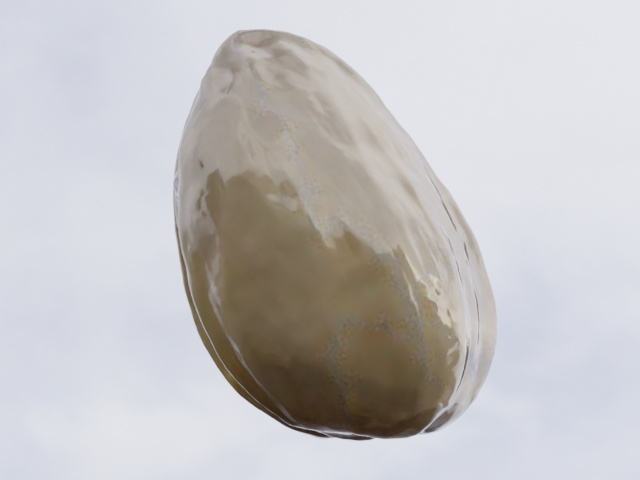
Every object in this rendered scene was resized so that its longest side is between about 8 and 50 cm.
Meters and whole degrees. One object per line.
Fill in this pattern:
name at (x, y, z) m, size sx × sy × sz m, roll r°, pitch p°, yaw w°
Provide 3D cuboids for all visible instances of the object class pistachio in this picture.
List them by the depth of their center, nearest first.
pistachio at (0.000, 0.000, 0.972) m, size 0.157 × 0.229 × 0.157 m, roll -25°, pitch -5°, yaw -2°
